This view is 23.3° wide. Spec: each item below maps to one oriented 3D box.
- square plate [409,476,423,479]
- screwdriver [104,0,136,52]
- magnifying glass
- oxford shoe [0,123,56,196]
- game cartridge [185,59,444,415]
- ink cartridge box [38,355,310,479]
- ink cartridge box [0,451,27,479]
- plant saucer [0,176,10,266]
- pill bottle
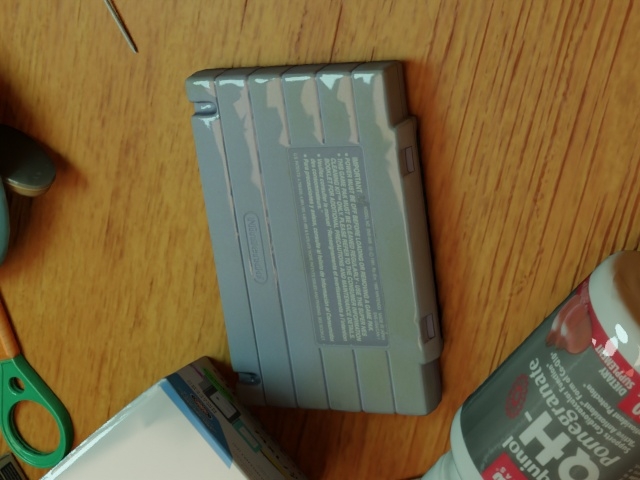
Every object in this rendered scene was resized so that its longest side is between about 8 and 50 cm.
[{"bbox_3d":[0.069,0.439,1.684,0.344,0.049,0.347,-18,100,30],"label":"square plate"},{"bbox_3d":[-0.234,-0.264,1.586,0.025,0.024,0.170,-24,100,2],"label":"screwdriver"},{"bbox_3d":[-0.352,0.157,1.802,0.092,0.026,0.231,-12,105,30],"label":"magnifying glass"},{"bbox_3d":[-0.370,-0.084,1.697,0.212,0.076,0.076,23,129,28],"label":"oxford shoe"},{"bbox_3d":[0.000,0.000,1.549,0.230,0.068,0.355,-1,108,22],"label":"game cartridge"},{"bbox_3d":[-0.146,0.258,1.561,0.197,0.270,0.198,-40,89,3],"label":"ink cartridge box"},{"bbox_3d":[-0.428,0.387,1.887,0.235,0.088,0.193,-26,95,32],"label":"ink cartridge box"},{"bbox_3d":[-0.468,-0.080,1.702,0.317,0.044,0.317,24,131,30],"label":"plant saucer"},{"bbox_3d":[0.231,0.172,1.428,0.176,0.176,0.318,43,121,6],"label":"pill bottle"}]
